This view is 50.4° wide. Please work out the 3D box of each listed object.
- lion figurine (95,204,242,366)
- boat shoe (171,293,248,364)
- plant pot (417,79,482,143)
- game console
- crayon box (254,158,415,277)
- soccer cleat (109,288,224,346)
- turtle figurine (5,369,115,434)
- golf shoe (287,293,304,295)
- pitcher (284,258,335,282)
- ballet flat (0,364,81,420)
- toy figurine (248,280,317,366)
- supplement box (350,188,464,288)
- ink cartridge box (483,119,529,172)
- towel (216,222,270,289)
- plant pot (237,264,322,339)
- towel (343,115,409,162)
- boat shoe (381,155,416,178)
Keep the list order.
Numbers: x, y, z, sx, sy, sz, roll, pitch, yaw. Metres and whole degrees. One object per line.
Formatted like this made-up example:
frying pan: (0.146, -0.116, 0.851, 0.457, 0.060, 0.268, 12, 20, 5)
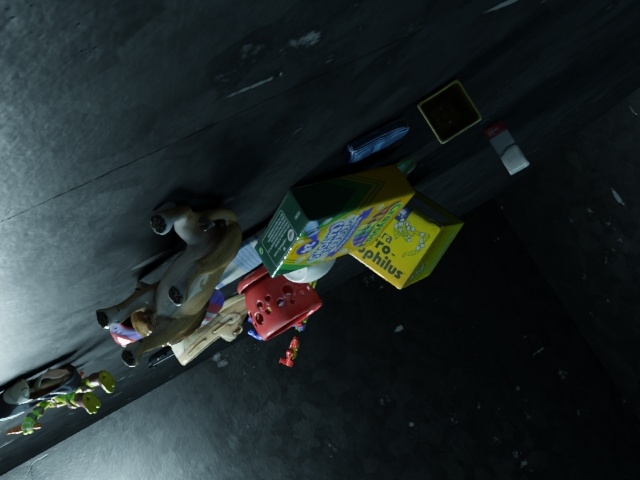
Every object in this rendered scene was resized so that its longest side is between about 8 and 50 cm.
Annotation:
lion figurine: (-0.211, 0.056, 1.088, 0.392, 0.142, 0.240, -42, 174, 34)
boat shoe: (-0.285, 0.250, 2.037, 0.341, 0.110, 0.121, -30, 172, -6)
plant pot: (0.223, -0.223, 1.197, 0.082, 0.081, 0.083, -32, -178, 6)
game console: (-0.399, 0.321, 2.230, 0.362, 0.043, 0.213, -29, 171, 12)
crayon box: (0.049, -0.047, 1.375, 0.323, 0.083, 0.203, -18, 157, -36)
soccer cleat: (-0.312, 0.149, 1.411, 0.248, 0.083, 0.095, -17, 151, -24)
turtle figurine: (-0.594, 0.355, 1.600, 0.218, 0.087, 0.269, -14, -168, 24)
golf shoe: (-0.138, 0.176, 2.276, 0.273, 0.105, 0.120, -14, 131, -40)
pitcher: (0.000, 0.000, 1.613, 0.207, 0.125, 0.177, -38, 165, -48)
ballet flat: (-0.613, 0.317, 1.455, 0.203, 0.074, 0.074, -17, 165, -37)
toy figurine: (-0.140, 0.187, 2.118, 0.191, 0.217, 0.362, 85, 21, -77)
supplement box: (0.233, -0.017, 1.842, 0.195, 0.194, 0.356, -59, 164, 14)
ink cartridge box: (0.496, -0.246, 1.817, 0.056, 0.135, 0.099, -33, 171, 15)
towel: (-0.132, 0.010, 1.452, 0.285, 0.034, 0.209, -33, 170, -2)
plant pot: (-0.115, 0.150, 1.836, 0.191, 0.174, 0.191, -30, 172, -5)
towel: (0.098, -0.174, 1.197, 0.120, 0.029, 0.067, -30, 172, -13)
boat shoe: (0.158, -0.144, 1.516, 0.133, 0.049, 0.042, -31, 165, -33)
